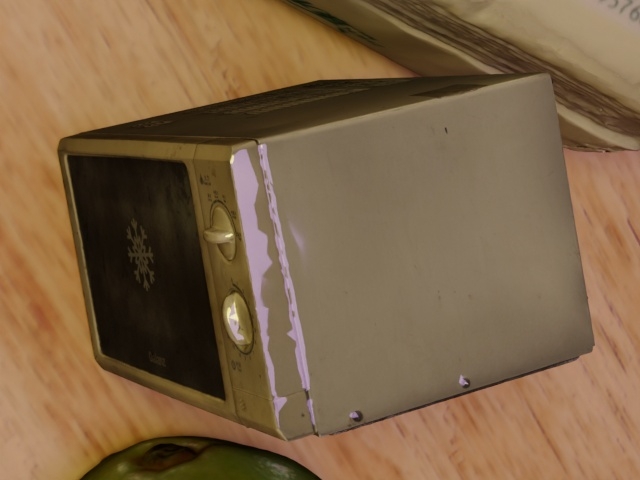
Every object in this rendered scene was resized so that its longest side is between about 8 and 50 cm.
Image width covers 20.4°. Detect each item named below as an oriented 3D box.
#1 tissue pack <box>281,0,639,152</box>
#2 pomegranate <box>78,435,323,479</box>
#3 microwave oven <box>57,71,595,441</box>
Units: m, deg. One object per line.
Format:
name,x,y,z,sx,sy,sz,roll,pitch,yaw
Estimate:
tissue pack,0.076,-0.246,0.908,0.380,0.207,0.297,27,84,-25
pomegranate,-0.066,0.222,0.908,0.190,0.159,0.241,35,84,-23
microwave oven,0.000,0.000,0.873,0.194,0.240,0.145,-11,98,-25
